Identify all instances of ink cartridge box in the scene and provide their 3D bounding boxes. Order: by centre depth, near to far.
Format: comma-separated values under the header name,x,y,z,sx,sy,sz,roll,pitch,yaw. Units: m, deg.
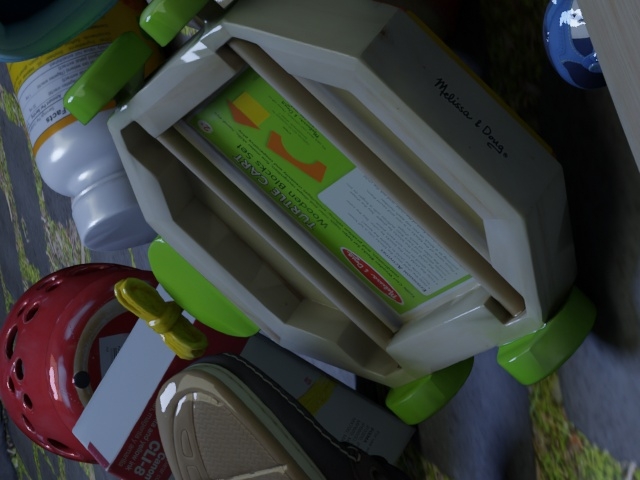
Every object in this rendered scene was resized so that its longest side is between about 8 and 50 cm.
name,x,y,z,sx,sy,sz,roll,pitch,yaw
ink cartridge box,-0.053,0.129,1.246,0.127,0.176,0.128,-60,19,-4

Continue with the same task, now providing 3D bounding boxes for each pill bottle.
name,x,y,z,sx,sy,sz,roll,pitch,yaw
pill bottle,-0.195,-0.122,1.619,0.136,0.136,0.245,119,135,-65

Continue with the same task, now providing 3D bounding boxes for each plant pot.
name,x,y,z,sx,sy,sz,roll,pitch,yaw
plant pot,-0.188,0.116,1.692,0.174,0.191,0.191,1,104,67

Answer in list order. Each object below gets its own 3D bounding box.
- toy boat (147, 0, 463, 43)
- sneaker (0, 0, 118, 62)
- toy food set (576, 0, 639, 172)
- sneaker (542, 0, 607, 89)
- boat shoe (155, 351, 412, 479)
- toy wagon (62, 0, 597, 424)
name,x,y,z,sx,sy,sz,roll,pitch,yaw
toy boat,-0.002,-0.175,1.033,0.231,0.151,0.151,30,102,67
sneaker,-0.082,-0.243,0.970,0.366,0.135,0.150,-59,22,14
toy food set,0.197,-0.030,0.587,0.306,0.092,0.220,69,162,-2
sneaker,0.135,-0.091,0.762,0.144,0.053,0.059,119,133,-66
boat shoe,0.017,0.171,1.086,0.285,0.092,0.103,49,136,-9
toy wagon,-0.015,-0.014,0.990,0.267,0.068,0.344,44,151,-9
